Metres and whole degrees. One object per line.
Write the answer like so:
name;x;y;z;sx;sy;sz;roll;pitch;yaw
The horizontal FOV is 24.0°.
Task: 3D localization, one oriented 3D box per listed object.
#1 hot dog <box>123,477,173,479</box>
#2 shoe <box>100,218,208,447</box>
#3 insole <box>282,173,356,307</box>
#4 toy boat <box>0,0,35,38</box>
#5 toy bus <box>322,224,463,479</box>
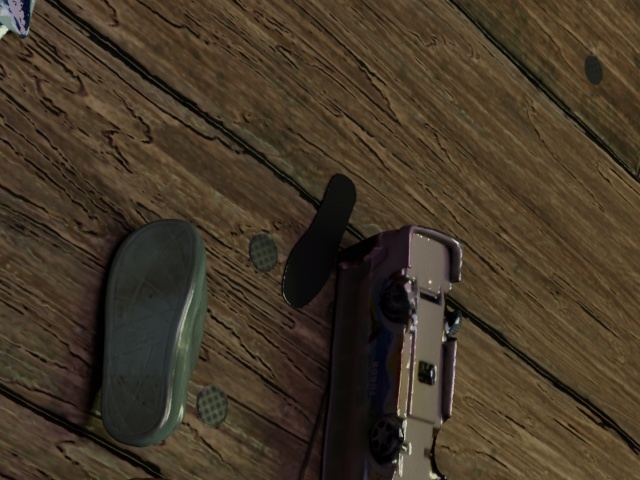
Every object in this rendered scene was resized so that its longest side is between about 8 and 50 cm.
hot dog;-0.169;0.296;1.139;0.175;0.114;0.259;52;49;-20
shoe;-0.135;0.082;1.245;0.078;0.079;0.195;72;21;-63
insole;0.000;0.000;1.430;0.053;0.002;0.152;42;57;-33
toy boat;-0.236;-0.295;1.215;0.220;0.067;0.291;25;78;-40
toy bus;0.066;0.127;1.399;0.090;0.112;0.274;18;71;-42
